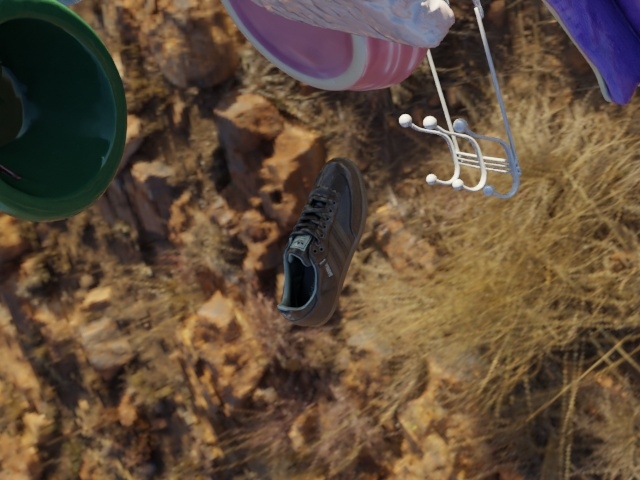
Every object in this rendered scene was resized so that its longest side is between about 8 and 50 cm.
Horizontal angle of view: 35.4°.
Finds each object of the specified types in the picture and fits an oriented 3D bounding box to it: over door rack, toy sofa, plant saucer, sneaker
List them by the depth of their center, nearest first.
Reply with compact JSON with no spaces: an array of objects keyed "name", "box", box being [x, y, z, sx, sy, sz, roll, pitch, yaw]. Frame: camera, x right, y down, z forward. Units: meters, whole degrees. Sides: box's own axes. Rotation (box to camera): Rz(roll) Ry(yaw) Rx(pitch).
[{"name":"sneaker","box":[0.000,0.000,1.074,0.066,0.071,0.188,9,88,31]},{"name":"plant saucer","box":[-0.019,-0.307,1.239,0.332,0.084,0.332,33,156,17]},{"name":"toy sofa","box":[0.472,-0.376,1.554,0.362,0.177,0.150,46,169,-28]},{"name":"over door rack","box":[0.207,-0.233,1.566,0.239,0.108,0.324,-153,55,-71]}]

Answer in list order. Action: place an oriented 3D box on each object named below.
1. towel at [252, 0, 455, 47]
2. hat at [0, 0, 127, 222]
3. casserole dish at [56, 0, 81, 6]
[{"name":"towel","box":[-0.084,-0.279,0.835,0.053,0.332,0.317,-60,31,1]},{"name":"hat","box":[-0.293,-0.112,0.821,0.183,0.173,0.208,3,148,37]},{"name":"casserole dish","box":[-0.367,-0.371,1.446,0.114,0.188,0.037,11,123,27]}]
